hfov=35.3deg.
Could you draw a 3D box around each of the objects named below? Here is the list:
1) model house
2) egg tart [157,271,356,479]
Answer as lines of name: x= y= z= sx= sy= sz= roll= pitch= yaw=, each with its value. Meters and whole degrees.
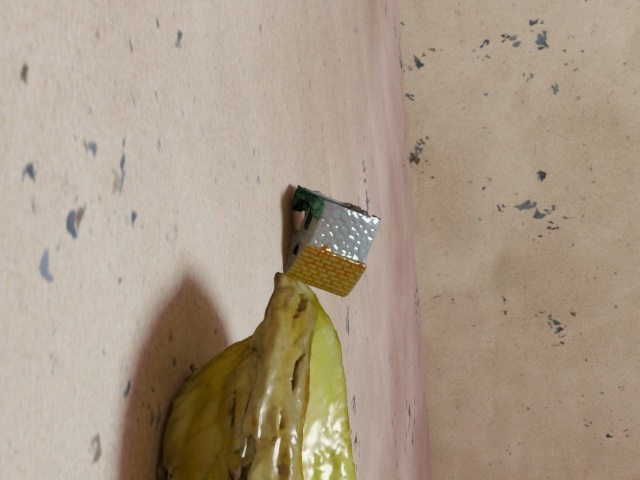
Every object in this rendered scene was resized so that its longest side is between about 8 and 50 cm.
model house: x=0.000 y=0.000 z=1.137 sx=0.100 sy=0.087 sz=0.100 roll=-69 pitch=-155 yaw=7
egg tart: x=-0.044 y=0.181 z=0.769 sx=0.315 sy=0.120 sz=0.315 roll=-2 pitch=90 yaw=-80
